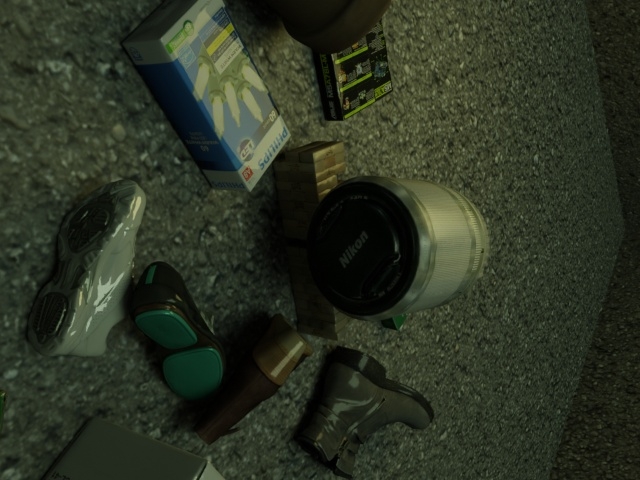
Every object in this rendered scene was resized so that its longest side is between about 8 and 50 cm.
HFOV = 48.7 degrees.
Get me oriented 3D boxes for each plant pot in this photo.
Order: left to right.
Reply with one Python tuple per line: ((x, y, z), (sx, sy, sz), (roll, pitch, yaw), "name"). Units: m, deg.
((-0.034, -0.433, 1.020), (0.229, 0.263, 0.263), (15, 83, -35), "plant pot")

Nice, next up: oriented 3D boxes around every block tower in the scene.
((0.000, 0.000, 1.230), (0.097, 0.091, 0.335), (-28, 118, -48), "block tower")

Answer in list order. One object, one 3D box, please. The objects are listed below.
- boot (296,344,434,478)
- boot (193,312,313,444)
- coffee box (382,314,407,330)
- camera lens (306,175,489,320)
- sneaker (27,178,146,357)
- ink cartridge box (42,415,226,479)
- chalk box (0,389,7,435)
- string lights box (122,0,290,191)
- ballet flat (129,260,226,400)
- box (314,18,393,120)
((0.087, 0.371, 1.410), (0.338, 0.118, 0.222), (40, 66, -37), "boot")
((-0.110, 0.215, 1.112), (0.207, 0.090, 0.248), (-44, 178, -5), "boot")
((0.147, 0.089, 1.490), (0.113, 0.040, 0.184), (-55, 135, -33), "coffee box")
((0.127, 0.009, 1.142), (0.274, 0.219, 0.219), (-3, 98, -54), "camera lens")
((-0.270, 0.038, 0.881), (0.115, 0.090, 0.232), (36, 76, -58), "sneaker")
((-0.184, 0.384, 0.921), (0.131, 0.226, 0.306), (-57, 137, -33), "ink cartridge box")
((-0.419, 0.263, 0.616), (0.179, 0.180, 0.288), (12, 85, -54), "chalk box")
((-0.151, -0.208, 1.000), (0.133, 0.077, 0.259), (-59, 138, -32), "string lights box")
((-0.186, 0.122, 0.968), (0.280, 0.095, 0.096), (86, -3, -54), "ballet flat")
((0.061, -0.335, 1.302), (0.191, 0.045, 0.184), (-39, 128, -45), "box")
